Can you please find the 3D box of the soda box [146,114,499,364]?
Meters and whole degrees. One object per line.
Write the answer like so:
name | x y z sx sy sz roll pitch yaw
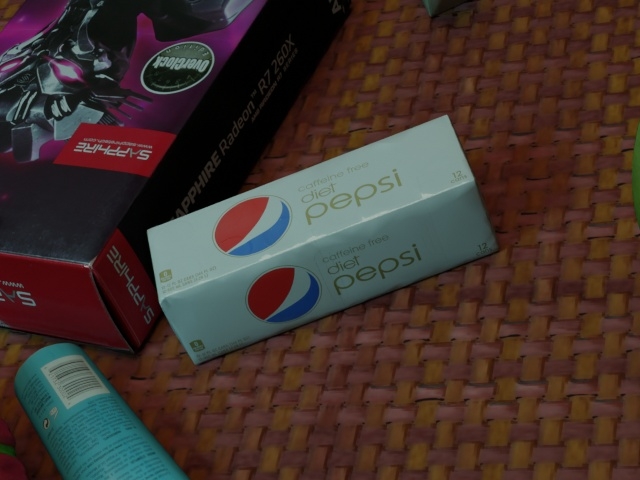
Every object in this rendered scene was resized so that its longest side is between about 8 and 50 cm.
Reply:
soda box | 0.000 0.000 1.022 0.216 0.069 0.074 -21 42 5

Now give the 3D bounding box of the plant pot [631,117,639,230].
plant pot | 0.312 0.017 0.686 0.366 0.366 0.353 -27 30 -2

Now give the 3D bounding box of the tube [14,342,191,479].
tube | -0.122 0.142 0.953 0.080 0.052 0.207 -37 48 -7

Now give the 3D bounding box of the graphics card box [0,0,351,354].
graphics card box | -0.156 -0.097 1.176 0.232 0.094 0.371 7 50 31

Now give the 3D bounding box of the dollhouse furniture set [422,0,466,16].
dollhouse furniture set | 0.107 -0.277 1.237 0.129 0.129 0.184 -24 66 0

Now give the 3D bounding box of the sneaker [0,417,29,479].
sneaker | -0.243 0.252 0.833 0.202 0.185 0.483 -38 37 12
